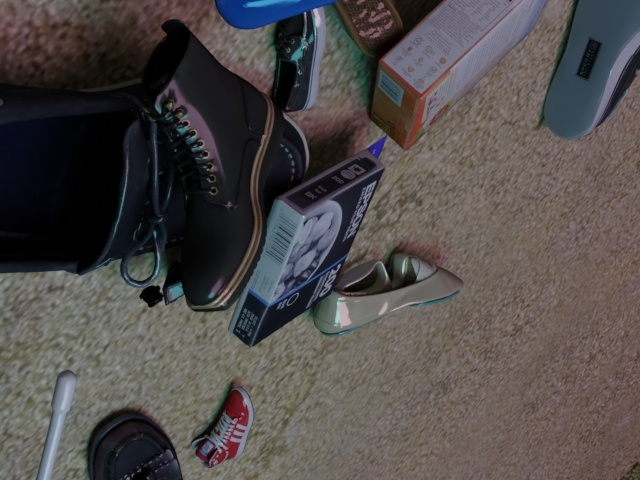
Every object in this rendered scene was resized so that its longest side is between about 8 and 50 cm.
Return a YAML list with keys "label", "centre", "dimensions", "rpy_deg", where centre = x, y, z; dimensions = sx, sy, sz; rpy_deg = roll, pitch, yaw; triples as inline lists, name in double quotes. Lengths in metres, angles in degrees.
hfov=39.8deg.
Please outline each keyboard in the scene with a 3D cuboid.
- label: "keyboard"
  centre: [-0.133, 0.032, 0.874]
  dimensions: [0.108, 0.180, 0.023]
  rpy_deg: [-30, 97, -5]

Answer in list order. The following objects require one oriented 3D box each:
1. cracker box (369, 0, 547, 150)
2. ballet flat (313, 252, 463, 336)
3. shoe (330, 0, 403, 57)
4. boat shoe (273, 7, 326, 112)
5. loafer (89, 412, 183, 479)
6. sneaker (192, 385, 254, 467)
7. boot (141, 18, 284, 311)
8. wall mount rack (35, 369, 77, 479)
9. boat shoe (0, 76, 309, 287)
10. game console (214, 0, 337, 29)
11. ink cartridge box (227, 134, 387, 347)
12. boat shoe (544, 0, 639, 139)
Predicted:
- label: "cracker box"
  centre: [0.160, -0.222, 0.992]
  dimensions: [0.232, 0.067, 0.155]
  rpy_deg: [-43, 169, -11]
- label: "ballet flat"
  centre: [0.096, 0.059, 1.186]
  dimensions: [0.248, 0.086, 0.086]
  rpy_deg: [-17, 129, -35]
- label: "shoe"
  centre: [0.022, -0.279, 0.878]
  dimensions: [0.077, 0.058, 0.219]
  rpy_deg: [-27, 134, 0]
- label: "boat shoe"
  centre: [-0.025, -0.191, 0.896]
  dimensions: [0.040, 0.049, 0.142]
  rpy_deg: [-24, 135, -30]
- label: "loafer"
  centre: [-0.198, 0.334, 1.079]
  dimensions: [0.109, 0.095, 0.302]
  rpy_deg: [-29, 135, -27]
- label: "sneaker"
  centre: [-0.125, 0.242, 1.125]
  dimensions: [0.067, 0.042, 0.118]
  rpy_deg: [-19, 132, -39]
- label: "boot"
  centre: [-0.103, -0.056, 0.689]
  dimensions: [0.137, 0.077, 0.197]
  rpy_deg: [41, 49, -51]
- label: "wall mount rack"
  centre: [-0.365, 0.242, 0.764]
  dimensions: [0.350, 0.130, 0.304]
  rpy_deg: [9, 136, -48]
- label: "boat shoe"
  centre: [-0.188, -0.050, 0.758]
  dimensions: [0.500, 0.156, 0.186]
  rpy_deg: [-1, 117, -46]
- label: "game console"
  centre: [-0.010, -0.367, 0.740]
  dimensions: [0.250, 0.173, 0.293]
  rpy_deg: [-16, 124, 10]
- label: "ink cartridge box"
  centre: [0.000, 0.000, 0.992]
  dimensions: [0.208, 0.045, 0.206]
  rpy_deg: [-34, 155, -45]
- label: "boat shoe"
  centre: [0.413, -0.280, 1.215]
  dimensions: [0.105, 0.113, 0.306]
  rpy_deg: [-20, 134, -42]
